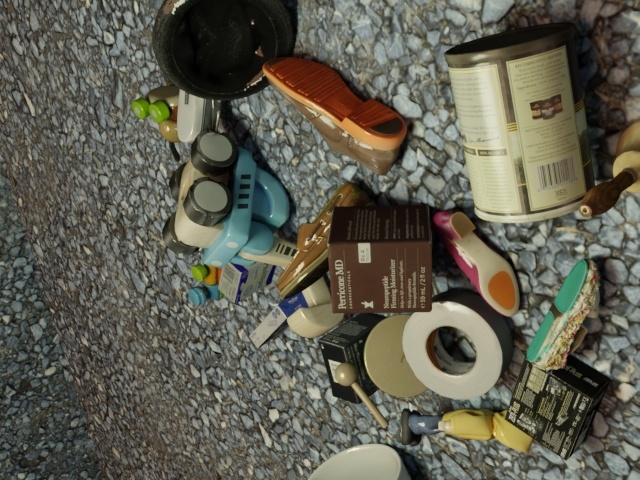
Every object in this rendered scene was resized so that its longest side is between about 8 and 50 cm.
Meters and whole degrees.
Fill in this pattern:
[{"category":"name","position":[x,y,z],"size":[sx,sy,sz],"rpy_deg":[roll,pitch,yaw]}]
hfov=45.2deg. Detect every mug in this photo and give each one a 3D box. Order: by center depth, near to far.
[{"category":"mug","position":[0.129,0.727,2.010],"size":[0.327,0.276,0.374],"rpy_deg":[65,172,-17]}]

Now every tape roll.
[{"category":"tape roll","position":[0.284,0.217,1.601],"size":[0.219,0.072,0.219],"rpy_deg":[10,111,29]}]

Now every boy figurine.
[{"category":"boy figurine","position":[0.323,0.407,1.663],"size":[0.285,0.177,0.092],"rpy_deg":[-3,74,26]}]

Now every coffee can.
[{"category":"coffee can","position":[0.324,-0.191,1.243],"size":[0.202,0.202,0.275],"rpy_deg":[6,117,46]}]

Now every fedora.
[{"category":"fedora","position":[-0.213,-0.467,1.674],"size":[0.334,0.334,0.152],"rpy_deg":[120,148,-48]}]

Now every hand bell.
[{"category":"hand bell","position":[0.447,-0.086,1.142],"size":[0.126,0.242,0.126],"rpy_deg":[27,131,35]}]

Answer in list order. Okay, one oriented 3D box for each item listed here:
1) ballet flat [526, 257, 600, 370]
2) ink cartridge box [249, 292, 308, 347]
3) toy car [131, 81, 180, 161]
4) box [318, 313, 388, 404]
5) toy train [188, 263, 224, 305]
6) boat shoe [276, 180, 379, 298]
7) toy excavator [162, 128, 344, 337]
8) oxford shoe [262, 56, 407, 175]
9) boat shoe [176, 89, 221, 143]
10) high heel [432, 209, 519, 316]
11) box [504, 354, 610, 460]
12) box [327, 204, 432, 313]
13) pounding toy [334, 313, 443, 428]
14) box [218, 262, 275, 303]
[{"category":"ballet flat","position":[0.457,0.138,1.400],"size":[0.077,0.091,0.240],"rpy_deg":[16,120,-8]},{"category":"ink cartridge box","position":[-0.108,0.211,2.051],"size":[0.046,0.097,0.207],"rpy_deg":[53,141,10]},{"category":"toy car","position":[-0.368,-0.302,1.987],"size":[0.149,0.155,0.188],"rpy_deg":[17,134,41]},{"category":"box","position":[0.095,0.274,1.817],"size":[0.093,0.158,0.155],"rpy_deg":[7,118,48]},{"category":"toy train","position":[-0.297,0.062,2.129],"size":[0.105,0.143,0.247],"rpy_deg":[32,134,31]},{"category":"boat shoe","position":[0.000,0.000,1.729],"size":[0.307,0.111,0.104],"rpy_deg":[-45,76,13]},{"category":"toy excavator","position":[-0.144,-0.009,1.881],"size":[0.222,0.446,0.432],"rpy_deg":[-45,37,52]},{"category":"oxford shoe","position":[0.012,-0.261,1.609],"size":[0.364,0.130,0.132],"rpy_deg":[40,143,24]},{"category":"boat shoe","position":[-0.273,-0.382,1.867],"size":[0.108,0.102,0.301],"rpy_deg":[21,107,48]},{"category":"high heel","position":[0.305,0.045,1.533],"size":[0.244,0.082,0.117],"rpy_deg":[51,171,-8]},{"category":"box","position":[0.459,0.313,1.506],"size":[0.147,0.078,0.180],"rpy_deg":[31,133,32]},{"category":"box","position":[0.124,0.037,1.568],"size":[0.203,0.167,0.168],"rpy_deg":[-2,119,6]},{"category":"pounding toy","position":[0.158,0.278,1.734],"size":[0.183,0.237,0.110],"rpy_deg":[48,168,0]},{"category":"box","position":[-0.190,0.079,2.027],"size":[0.072,0.137,0.126],"rpy_deg":[40,137,22]}]
